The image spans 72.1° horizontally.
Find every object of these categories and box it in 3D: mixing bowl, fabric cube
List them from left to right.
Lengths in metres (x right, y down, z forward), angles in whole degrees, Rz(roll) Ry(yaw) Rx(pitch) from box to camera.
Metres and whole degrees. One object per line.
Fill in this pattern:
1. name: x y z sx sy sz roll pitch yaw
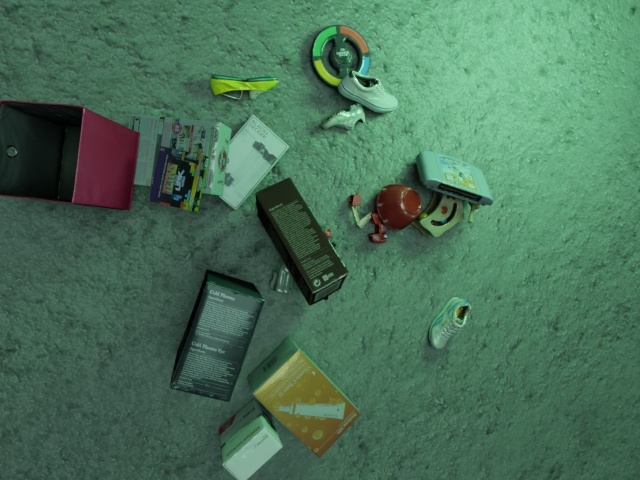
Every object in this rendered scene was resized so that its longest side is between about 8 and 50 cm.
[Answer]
1. fabric cube: -0.712 -0.230 1.249 0.260 0.258 0.253 7 92 8
2. mixing bowl: 0.309 -0.134 1.641 0.182 0.098 0.181 6 78 -31

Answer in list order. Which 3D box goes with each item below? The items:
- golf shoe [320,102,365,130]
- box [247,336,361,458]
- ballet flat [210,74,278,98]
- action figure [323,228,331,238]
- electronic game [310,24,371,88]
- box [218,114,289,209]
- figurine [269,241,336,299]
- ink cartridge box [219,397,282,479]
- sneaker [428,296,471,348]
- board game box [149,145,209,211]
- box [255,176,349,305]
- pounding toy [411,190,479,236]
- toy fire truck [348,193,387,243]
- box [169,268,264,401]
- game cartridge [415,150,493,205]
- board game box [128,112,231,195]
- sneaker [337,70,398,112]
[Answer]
1. golf shoe: 0.089 -0.435 1.608 0.176 0.069 0.085 -28 106 -12
2. box: -0.061 0.553 1.567 0.215 0.168 0.345 -44 104 -10
3. ballet flat: -0.259 -0.523 1.505 0.231 0.077 0.077 -3 115 -13
4. action figure: 0.000 0.000 1.624 0.115 0.030 0.038 -46 108 -2
5. electronic game: 0.076 -0.666 1.598 0.230 0.048 0.228 -1 93 -15
6. box: -0.265 -0.264 1.503 0.169 0.087 0.290 41 82 -14
7. figurine: -0.061 0.092 1.572 0.215 0.092 0.209 10 85 -2
8. ink cartridge box: -0.242 0.666 1.485 0.172 0.237 0.100 -40 103 -10
9. sneaker: 0.515 0.334 1.759 0.088 0.092 0.228 32 86 -17
10. board game box: -0.421 -0.182 1.309 0.141 0.048 0.170 12 92 8
11. box: -0.068 0.006 1.450 0.143 0.191 0.381 -29 75 -14
12. pounding toy: 0.491 -0.126 1.693 0.270 0.155 0.154 -34 104 -14
13. toy fire truck: 0.180 -0.081 1.662 0.136 0.047 0.191 -5 95 -15
14. box: -0.325 0.278 1.384 0.179 0.343 0.312 19 89 -15
15. game cartridge: 0.512 -0.245 1.685 0.298 0.062 0.197 14 50 -16
16. board game box: -0.452 -0.268 1.385 0.304 0.097 0.223 9 92 10
17. sneaker: 0.190 -0.535 1.587 0.258 0.091 0.094 7 64 -32
